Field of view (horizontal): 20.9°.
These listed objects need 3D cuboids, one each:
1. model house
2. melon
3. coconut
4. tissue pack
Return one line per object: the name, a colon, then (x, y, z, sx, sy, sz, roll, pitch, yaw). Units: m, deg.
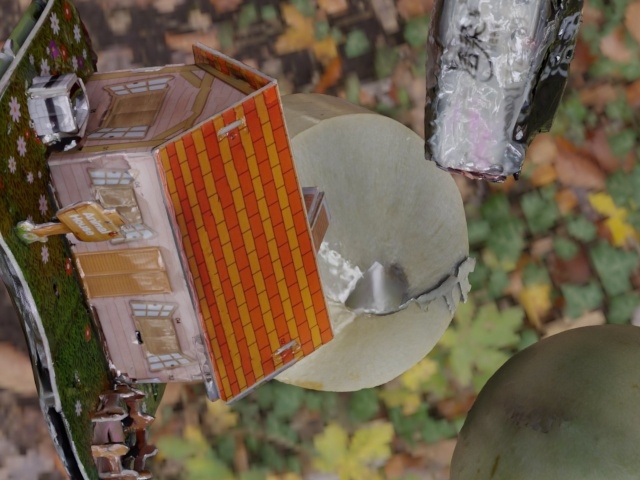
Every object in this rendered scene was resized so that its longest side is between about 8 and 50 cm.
model house: (-0.086, 0.005, 1.056, 0.154, 0.207, 0.294, -5, 123, 12)
melon: (0.239, 0.195, 1.357, 0.308, 0.272, 0.272, 2, 148, 41)
coconut: (0.000, 0.000, 1.801, 0.323, 0.323, 0.323, -7, 134, -7)
tissue pack: (0.161, -0.226, 1.461, 0.123, 0.332, 0.245, 7, 125, 6)
